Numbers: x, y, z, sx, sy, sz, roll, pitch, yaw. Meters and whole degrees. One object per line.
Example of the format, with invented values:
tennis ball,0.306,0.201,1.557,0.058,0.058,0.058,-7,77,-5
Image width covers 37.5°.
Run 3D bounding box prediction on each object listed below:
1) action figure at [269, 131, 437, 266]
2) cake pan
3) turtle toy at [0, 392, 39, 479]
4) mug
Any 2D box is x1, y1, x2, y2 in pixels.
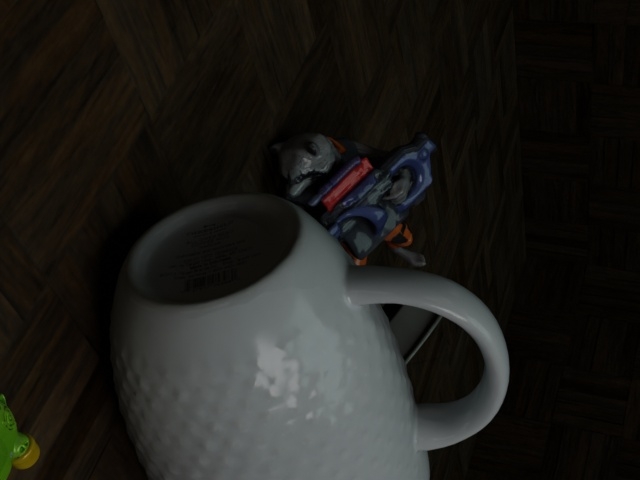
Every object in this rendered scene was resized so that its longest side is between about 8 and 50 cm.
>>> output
action figure,0.000,0.000,1.250,0.341,0.178,0.330,-38,135,-18
cake pan,0.084,0.162,1.390,0.293,0.054,0.293,-49,180,0
turtle toy,-0.265,0.163,0.672,0.095,0.066,0.130,74,33,-48
mug,-0.010,0.126,0.899,0.276,0.374,0.328,-79,157,-52
